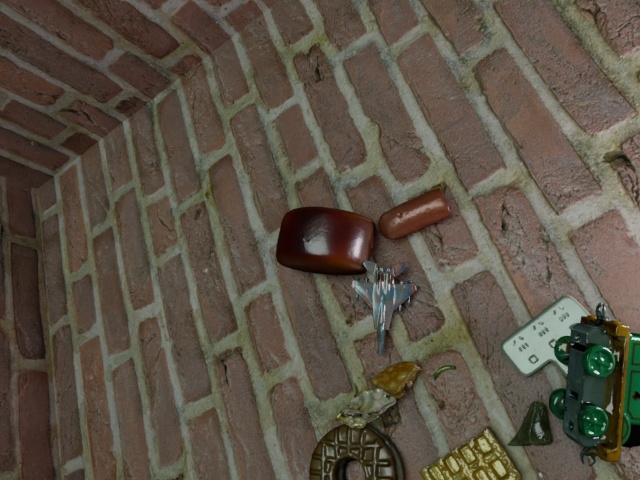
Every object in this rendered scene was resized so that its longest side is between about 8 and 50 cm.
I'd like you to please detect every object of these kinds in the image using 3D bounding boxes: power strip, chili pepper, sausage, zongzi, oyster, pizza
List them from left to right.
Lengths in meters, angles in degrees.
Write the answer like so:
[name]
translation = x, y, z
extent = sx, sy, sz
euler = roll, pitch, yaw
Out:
[oyster]
translation = 0.165, 0.554, 1.730
extent = 0.132, 0.209, 0.072
euler = 14, 122, 49
[pizza]
translation = 0.247, 0.467, 1.739
extent = 0.174, 0.046, 0.134
euler = -22, 29, 27
[sausage]
translation = 0.325, -0.087, 1.852
extent = 0.259, 0.113, 0.114
euler = -24, 64, 21
[chili pepper]
translation = 0.398, 0.424, 1.704
extent = 0.083, 0.017, 0.030
euler = -30, 64, 19
[zongzi]
translation = 0.599, 0.519, 1.541
extent = 0.130, 0.062, 0.154
euler = -21, 59, 37
[power strip]
translation = 0.689, 0.308, 1.546
extent = 0.265, 0.059, 0.194
euler = -42, 59, 12

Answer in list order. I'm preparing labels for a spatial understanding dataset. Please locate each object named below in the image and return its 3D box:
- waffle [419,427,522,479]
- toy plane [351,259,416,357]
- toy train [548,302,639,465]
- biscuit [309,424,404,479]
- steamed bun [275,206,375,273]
[waffle]
translation = 0.445, 0.700, 1.569
extent = 0.274, 0.057, 0.168
euler = -40, 60, 14
[toy plane]
translation = 0.213, 0.234, 1.814
extent = 0.222, 0.104, 0.327
euler = 3, 93, 4
[toy train]
translation = 0.767, 0.382, 1.393
extent = 0.248, 0.178, 0.430
euler = 5, 89, -4
[biscuit]
translation = 0.113, 0.765, 1.715
extent = 0.331, 0.103, 0.332
euler = -10, 70, 27
[steamed bun]
translation = 0.000, 0.000, 1.931
extent = 0.379, 0.248, 0.235
euler = 3, 76, 32
